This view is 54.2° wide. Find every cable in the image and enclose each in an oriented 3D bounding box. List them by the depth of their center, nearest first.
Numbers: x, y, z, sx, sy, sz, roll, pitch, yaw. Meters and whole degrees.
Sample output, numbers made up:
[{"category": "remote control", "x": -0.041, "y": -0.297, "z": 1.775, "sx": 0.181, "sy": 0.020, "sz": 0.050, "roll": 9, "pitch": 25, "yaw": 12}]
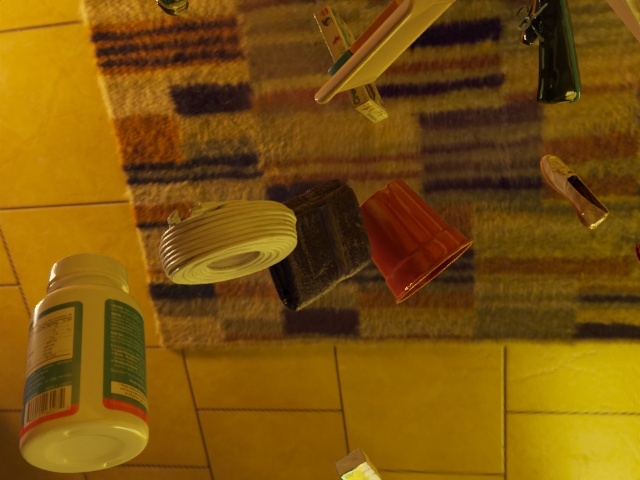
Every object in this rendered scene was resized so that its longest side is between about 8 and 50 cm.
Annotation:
[{"category": "cable", "x": -0.163, "y": 0.006, "z": 1.142, "sx": 0.257, "sy": 0.257, "sz": 0.089, "roll": -42, "pitch": 61, "yaw": 59}]

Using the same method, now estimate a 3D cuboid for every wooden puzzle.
[{"category": "wooden puzzle", "x": 0.106, "y": -0.319, "z": 0.993, "sx": 0.044, "sy": 0.239, "sz": 0.221, "roll": 50, "pitch": 127, "yaw": -1}]

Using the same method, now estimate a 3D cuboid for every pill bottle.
[{"category": "pill bottle", "x": -0.256, "y": 0.126, "z": 0.689, "sx": 0.124, "sy": 0.221, "sz": 0.124, "roll": -9, "pitch": 141, "yaw": -7}]

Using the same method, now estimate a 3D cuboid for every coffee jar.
[{"category": "coffee jar", "x": -0.411, "y": -0.703, "z": 1.683, "sx": 0.096, "sy": 0.079, "sz": 0.184, "roll": 48, "pitch": 158, "yaw": 23}]

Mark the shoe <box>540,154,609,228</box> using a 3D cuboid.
[{"category": "shoe", "x": 0.628, "y": -0.132, "z": 1.543, "sx": 0.219, "sy": 0.077, "sz": 0.058, "roll": 59, "pitch": 148, "yaw": 17}]

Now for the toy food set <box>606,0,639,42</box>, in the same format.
[{"category": "toy food set", "x": 0.225, "y": -0.273, "z": 0.481, "sx": 0.092, "sy": 0.306, "sz": 0.219, "roll": -37, "pitch": 65, "yaw": 27}]

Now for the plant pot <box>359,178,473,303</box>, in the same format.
[{"category": "plant pot", "x": 0.234, "y": -0.010, "z": 1.745, "sx": 0.272, "sy": 0.272, "sz": 0.265, "roll": -44, "pitch": 77, "yaw": 24}]

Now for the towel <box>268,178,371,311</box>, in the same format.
[{"category": "towel", "x": 0.000, "y": 0.000, "z": 1.382, "sx": 0.076, "sy": 0.308, "sz": 0.227, "roll": -15, "pitch": 99, "yaw": 40}]

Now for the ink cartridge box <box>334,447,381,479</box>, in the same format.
[{"category": "ink cartridge box", "x": 0.062, "y": 0.364, "z": 0.973, "sx": 0.048, "sy": 0.028, "sz": 0.083, "roll": -30, "pitch": 127, "yaw": 1}]

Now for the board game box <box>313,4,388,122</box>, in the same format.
[{"category": "board game box", "x": 0.090, "y": -0.496, "z": 1.777, "sx": 0.053, "sy": 0.193, "sz": 0.305, "roll": -25, "pitch": 79, "yaw": 19}]

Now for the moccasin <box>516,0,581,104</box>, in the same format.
[{"category": "moccasin", "x": 0.509, "y": -0.468, "z": 1.421, "sx": 0.117, "sy": 0.138, "sz": 0.341, "roll": -8, "pitch": 110, "yaw": 28}]

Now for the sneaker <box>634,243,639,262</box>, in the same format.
[{"category": "sneaker", "x": 0.345, "y": -0.002, "z": 0.407, "sx": 0.262, "sy": 0.125, "sz": 0.104, "roll": -15, "pitch": 112, "yaw": 52}]
